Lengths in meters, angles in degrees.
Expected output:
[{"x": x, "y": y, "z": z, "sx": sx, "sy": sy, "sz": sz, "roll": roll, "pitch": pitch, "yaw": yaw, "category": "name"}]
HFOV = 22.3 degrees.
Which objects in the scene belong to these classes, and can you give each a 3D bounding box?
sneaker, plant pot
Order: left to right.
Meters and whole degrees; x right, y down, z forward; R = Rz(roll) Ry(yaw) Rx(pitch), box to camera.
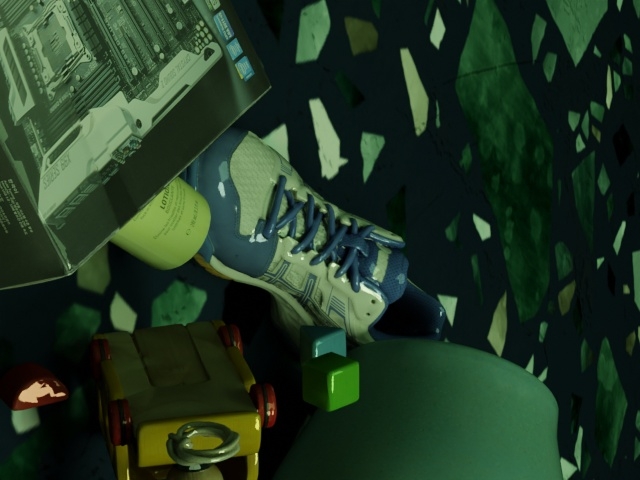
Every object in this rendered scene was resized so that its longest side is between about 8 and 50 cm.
[{"x": 0.000, "y": 0.000, "z": 1.230, "sx": 0.296, "sy": 0.131, "sz": 0.112, "roll": 46, "pitch": 53, "yaw": -50, "category": "sneaker"}, {"x": 0.075, "y": 0.223, "z": 1.224, "sx": 0.272, "sy": 0.271, "sz": 0.255, "roll": 52, "pitch": 45, "yaw": -48, "category": "plant pot"}]

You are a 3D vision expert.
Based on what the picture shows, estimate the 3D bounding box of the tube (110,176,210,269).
[{"x": -0.160, "y": -0.054, "z": 1.018, "sx": 0.240, "sy": 0.062, "sz": 0.070, "roll": 38, "pitch": 13, "yaw": -48, "category": "tube"}]

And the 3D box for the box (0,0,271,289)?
[{"x": -0.171, "y": -0.163, "z": 0.923, "sx": 0.242, "sy": 0.076, "sz": 0.307, "roll": -49, "pitch": 120, "yaw": -50, "category": "box"}]

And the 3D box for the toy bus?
[{"x": -0.085, "y": 0.124, "z": 1.014, "sx": 0.202, "sy": 0.191, "sz": 0.104, "roll": -29, "pitch": 123, "yaw": -53, "category": "toy bus"}]
